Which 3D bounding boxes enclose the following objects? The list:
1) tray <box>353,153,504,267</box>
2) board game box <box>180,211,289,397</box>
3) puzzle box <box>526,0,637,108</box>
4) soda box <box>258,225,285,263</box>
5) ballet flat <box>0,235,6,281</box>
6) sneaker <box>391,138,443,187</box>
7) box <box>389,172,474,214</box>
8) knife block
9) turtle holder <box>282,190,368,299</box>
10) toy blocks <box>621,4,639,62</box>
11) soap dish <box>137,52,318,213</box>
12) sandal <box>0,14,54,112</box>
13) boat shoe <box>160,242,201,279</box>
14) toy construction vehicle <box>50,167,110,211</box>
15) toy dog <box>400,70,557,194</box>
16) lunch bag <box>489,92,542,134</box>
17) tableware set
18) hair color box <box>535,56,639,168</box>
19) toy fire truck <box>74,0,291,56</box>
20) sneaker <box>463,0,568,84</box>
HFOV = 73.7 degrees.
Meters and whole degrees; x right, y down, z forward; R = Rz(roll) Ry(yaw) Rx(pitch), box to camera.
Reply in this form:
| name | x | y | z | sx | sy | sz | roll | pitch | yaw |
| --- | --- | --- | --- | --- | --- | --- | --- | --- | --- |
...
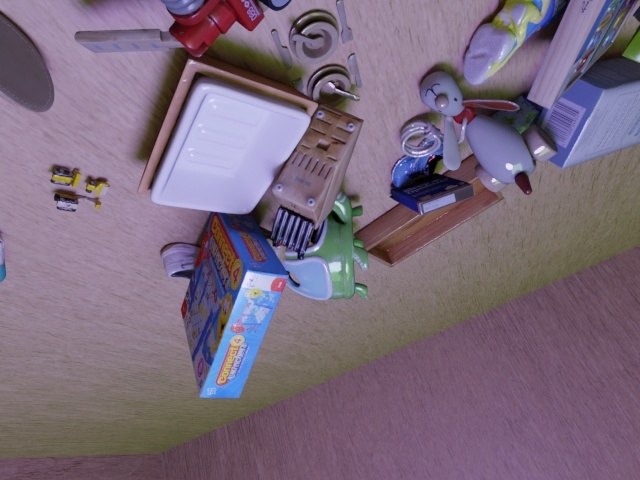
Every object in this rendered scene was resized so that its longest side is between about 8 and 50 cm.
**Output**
| name | x | y | z | sx | sy | sz | roll | pitch | yaw |
| --- | --- | --- | --- | --- | --- | --- | --- | --- | --- |
| tray | 0.321 | -0.072 | 1.281 | 0.411 | 0.076 | 0.203 | -34 | 147 | 23 |
| board game box | -0.206 | 0.119 | 0.935 | 0.086 | 0.308 | 0.302 | 12 | 111 | -31 |
| puzzle box | 0.500 | -0.449 | 0.694 | 0.272 | 0.052 | 0.409 | -43 | 156 | -20 |
| soda box | -0.145 | 0.008 | 1.031 | 0.058 | 0.181 | 0.061 | -3 | 102 | -26 |
| ballet flat | -0.664 | 0.006 | 0.808 | 0.087 | 0.083 | 0.247 | -32 | 153 | -9 |
| sneaker | 0.242 | -0.183 | 1.055 | 0.063 | 0.073 | 0.162 | 10 | 138 | -41 |
| box | 0.267 | -0.125 | 1.078 | 0.136 | 0.225 | 0.036 | -20 | 108 | -6 |
| knife block | -0.012 | -0.102 | 0.876 | 0.276 | 0.088 | 0.242 | -63 | 171 | -9 |
| turtle holder | 0.001 | 0.020 | 1.075 | 0.227 | 0.243 | 0.320 | -3 | 158 | 3 |
| toy blocks | 0.651 | -0.484 | 0.676 | 0.261 | 0.191 | 0.381 | -44 | 160 | -48 |
| soap dish | -0.176 | -0.180 | 0.765 | 0.229 | 0.118 | 0.291 | 6 | 141 | -37 |
| sandal | -0.455 | -0.262 | 0.533 | 0.079 | 0.088 | 0.240 | 3 | 150 | 24 |
| boat shoe | -0.282 | 0.080 | 1.133 | 0.277 | 0.096 | 0.098 | 8 | 139 | -39 |
| toy construction vehicle | -0.463 | -0.098 | 0.813 | 0.098 | 0.035 | 0.086 | 7 | 129 | -42 |
| toy dog | 0.343 | -0.199 | 0.890 | 0.333 | 0.161 | 0.220 | 14 | 133 | -8 |
| lunch bag | 0.478 | -0.261 | 1.052 | 0.129 | 0.096 | 0.151 | -33 | 138 | 19 |
| tableware set | 0.008 | -0.305 | 0.753 | 0.128 | 0.039 | 0.194 | -23 | 149 | 4 |
| hair color box | 0.675 | -0.308 | 0.985 | 0.374 | 0.113 | 0.185 | -18 | 137 | -23 |
| toy fire truck | -0.179 | -0.298 | 0.486 | 0.246 | 0.158 | 0.217 | -48 | 167 | 5 |
| sneaker | 0.373 | -0.391 | 0.786 | 0.126 | 0.091 | 0.240 | -4 | 145 | -27 |
